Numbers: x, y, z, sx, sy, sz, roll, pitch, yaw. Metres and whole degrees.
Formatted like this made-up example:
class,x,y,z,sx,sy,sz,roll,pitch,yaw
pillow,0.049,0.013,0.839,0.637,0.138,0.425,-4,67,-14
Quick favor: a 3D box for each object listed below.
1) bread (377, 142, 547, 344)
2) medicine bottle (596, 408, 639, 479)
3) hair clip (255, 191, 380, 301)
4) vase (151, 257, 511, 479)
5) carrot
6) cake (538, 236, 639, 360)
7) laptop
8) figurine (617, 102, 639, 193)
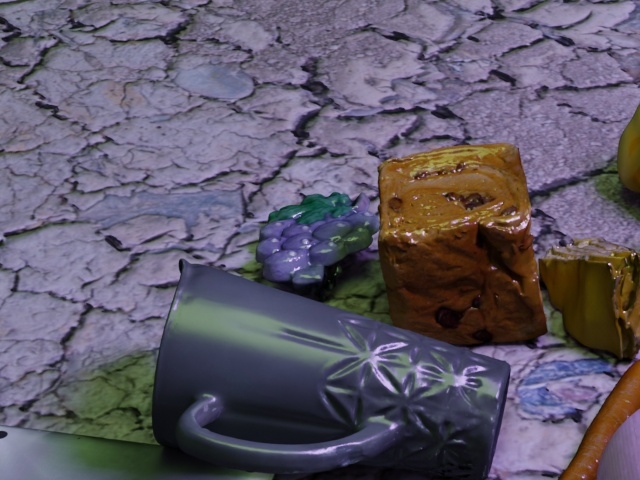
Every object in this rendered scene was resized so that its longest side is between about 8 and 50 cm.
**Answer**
class,x,y,z,sx,sy,sz,roll,pitch,yaw
bread,0.132,0.003,1.678,0.149,0.143,0.158,-4,33,7
medicine bottle,0.297,0.261,1.221,0.202,0.202,0.316,-1,33,2
hair clip,0.000,0.002,1.782,0.124,0.052,0.195,-5,26,5
vase,0.001,0.126,1.501,0.301,0.156,0.251,11,27,8
carrot,0.238,0.172,1.507,0.043,0.043,0.248,17,39,26
cake,0.250,0.023,1.675,0.080,0.116,0.185,-4,38,0
laptop,-0.183,0.220,1.473,0.269,0.015,0.187,6,32,12
figurine,0.379,-0.112,1.871,0.156,0.131,0.246,-20,16,16
